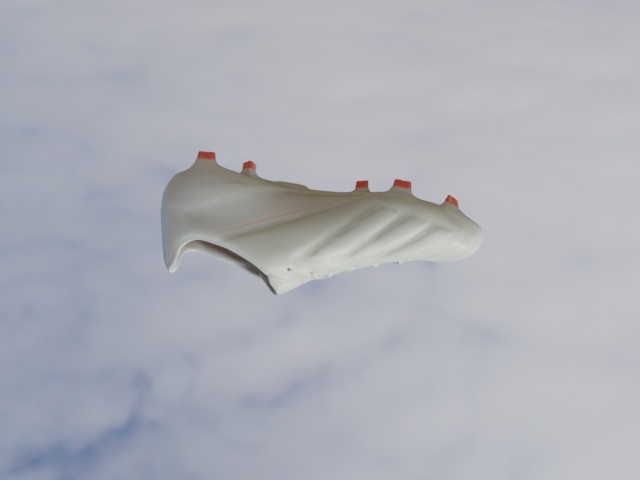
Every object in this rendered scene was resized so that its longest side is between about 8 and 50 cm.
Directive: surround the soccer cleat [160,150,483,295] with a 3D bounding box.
[{"bbox_3d":[0.000,0.000,0.732,0.196,0.076,0.068,9,163,-5],"label":"soccer cleat"}]
